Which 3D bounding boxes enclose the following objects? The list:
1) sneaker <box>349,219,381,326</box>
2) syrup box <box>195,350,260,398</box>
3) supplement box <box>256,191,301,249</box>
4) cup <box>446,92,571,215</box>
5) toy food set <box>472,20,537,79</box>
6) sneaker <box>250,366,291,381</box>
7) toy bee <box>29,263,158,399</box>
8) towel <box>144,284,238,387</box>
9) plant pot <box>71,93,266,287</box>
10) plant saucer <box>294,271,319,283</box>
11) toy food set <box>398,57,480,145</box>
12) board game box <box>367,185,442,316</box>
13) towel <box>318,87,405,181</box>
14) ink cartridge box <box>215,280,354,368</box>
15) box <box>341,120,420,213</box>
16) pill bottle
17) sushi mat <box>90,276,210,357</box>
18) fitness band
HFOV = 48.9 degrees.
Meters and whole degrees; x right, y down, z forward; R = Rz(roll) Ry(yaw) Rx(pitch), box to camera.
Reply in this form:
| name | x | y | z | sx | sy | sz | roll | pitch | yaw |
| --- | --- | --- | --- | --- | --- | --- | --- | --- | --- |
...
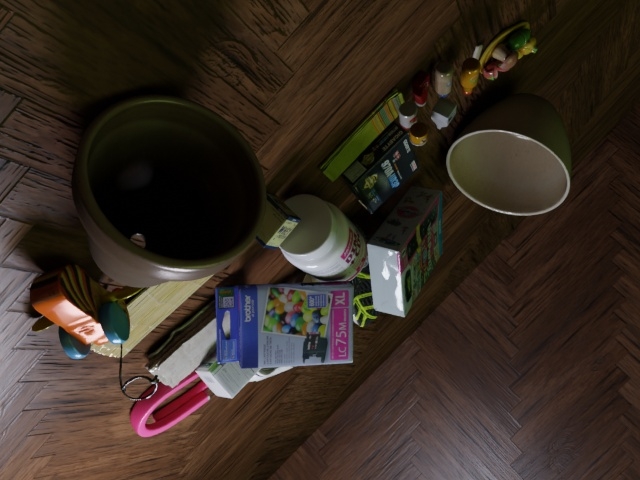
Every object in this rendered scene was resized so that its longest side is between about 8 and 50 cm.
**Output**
| name | x | y | z | sx | sy | sz | roll | pitch | yaw |
| --- | --- | --- | --- | --- | --- | --- | --- | --- | --- |
| sneaker | 0.060 | 0.083 | 1.898 | 0.145 | 0.147 | 0.385 | -38 | 139 | -21 |
| syrup box | -0.188 | 0.278 | 1.765 | 0.237 | 0.096 | 0.093 | -45 | -162 | -29 |
| supplement box | -0.103 | -0.041 | 1.430 | 0.083 | 0.083 | 0.056 | -50 | 159 | 11 |
| cup | 0.541 | -0.262 | 1.930 | 0.331 | 0.331 | 0.237 | 96 | 19 | -59 |
| toy food set | 0.453 | -0.442 | 1.701 | 0.218 | 0.071 | 0.128 | -32 | 156 | -28 |
| sneaker | -0.152 | 0.373 | 2.142 | 0.095 | 0.090 | 0.235 | -41 | 159 | 31 |
| toy bee | -0.387 | 0.128 | 1.193 | 0.195 | 0.162 | 0.298 | -6 | 134 | -10 |
| towel | -0.281 | 0.229 | 1.667 | 0.282 | 0.049 | 0.187 | -39 | 160 | -15 |
| plant pot | -0.240 | -0.041 | 1.016 | 0.263 | 0.263 | 0.229 | -27 | 172 | -37 |
| plant saucer | -0.039 | 0.155 | 1.881 | 0.198 | 0.036 | 0.198 | 10 | 90 | -69 |
| toy food set | 0.249 | -0.296 | 1.536 | 0.232 | 0.111 | 0.104 | -56 | 162 | -14 |
| board game box | 0.239 | 0.024 | 1.925 | 0.303 | 0.097 | 0.224 | -51 | 144 | -44 |
| towel | 0.096 | -0.225 | 1.534 | 0.237 | 0.021 | 0.102 | -45 | 158 | 4 |
| ink cartridge box | -0.080 | 0.191 | 1.593 | 0.311 | 0.186 | 0.065 | -1 | -173 | -9 |
| box | 0.148 | -0.169 | 1.688 | 0.175 | 0.051 | 0.220 | -44 | 159 | 0 |
| pill bottle | 0.000 | 0.000 | 1.584 | 0.160 | 0.160 | 0.283 | -45 | 159 | 2 |
| sushi mat | -0.323 | 0.118 | 1.418 | 0.316 | 0.019 | 0.151 | -42 | 160 | -4 |
| fitness band | -0.361 | 0.398 | 1.828 | 0.291 | 0.054 | 0.209 | -33 | 156 | -30 |
